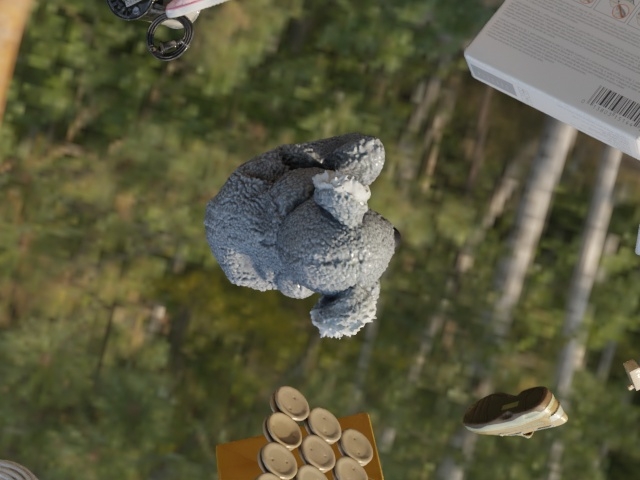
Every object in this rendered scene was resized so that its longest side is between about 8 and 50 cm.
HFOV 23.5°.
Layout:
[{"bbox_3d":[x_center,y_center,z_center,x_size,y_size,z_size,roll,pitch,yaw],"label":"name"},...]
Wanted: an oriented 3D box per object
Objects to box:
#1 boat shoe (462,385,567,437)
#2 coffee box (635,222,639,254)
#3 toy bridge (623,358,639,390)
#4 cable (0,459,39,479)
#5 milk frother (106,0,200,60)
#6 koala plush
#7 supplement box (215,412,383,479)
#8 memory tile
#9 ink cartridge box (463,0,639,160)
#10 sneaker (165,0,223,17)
[{"bbox_3d":[0.292,0.271,2.313,0.072,0.068,0.190,42,151,-19],"label":"boat shoe"},{"bbox_3d":[0.561,-0.122,1.493,0.338,0.334,0.338,26,-145,38],"label":"coffee box"},{"bbox_3d":[0.478,0.148,1.971,0.188,0.063,0.026,-26,-153,1],"label":"toy bridge"},{"bbox_3d":[-0.529,0.446,2.333,0.257,0.089,0.257,1,-138,26],"label":"cable"},{"bbox_3d":[-0.217,-0.322,2.197,0.129,0.143,0.135,-2,-179,26],"label":"milk frother"},{"bbox_3d":[0.000,0.000,1.597,0.203,0.196,0.221,-4,-164,-20],"label":"koala plush"},{"bbox_3d":[-0.011,0.337,1.851,0.191,0.194,0.129,-13,-145,0],"label":"supplement box"},{"bbox_3d":[-0.007,0.199,1.337,0.113,0.012,0.148,35,-146,-16],"label":"memory tile"},{"bbox_3d":[0.388,-0.278,2.096,0.296,0.261,0.066,32,167,31],"label":"ink cartridge box"},{"bbox_3d":[-0.144,-0.329,1.940,0.134,0.070,0.051,-15,-169,28],"label":"sneaker"}]
